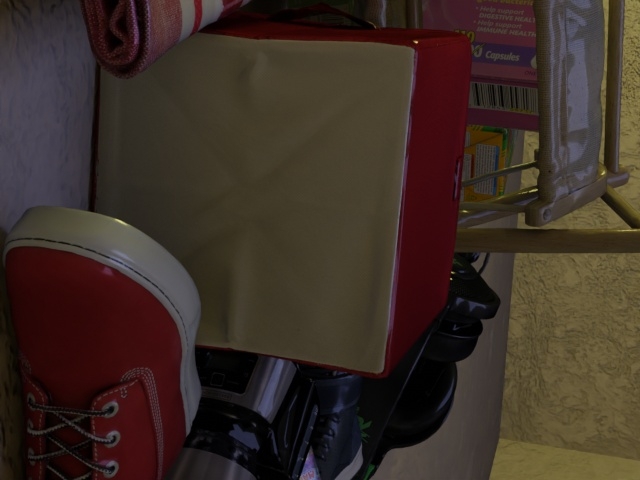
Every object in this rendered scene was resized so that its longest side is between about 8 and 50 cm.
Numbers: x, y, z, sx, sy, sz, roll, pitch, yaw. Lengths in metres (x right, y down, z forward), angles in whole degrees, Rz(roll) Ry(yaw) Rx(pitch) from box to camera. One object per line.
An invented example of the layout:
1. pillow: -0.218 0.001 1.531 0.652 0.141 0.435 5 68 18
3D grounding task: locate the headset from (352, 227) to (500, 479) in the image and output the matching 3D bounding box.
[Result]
1. headset: 0.074 0.093 1.452 0.394 0.185 0.243 -51 165 -49

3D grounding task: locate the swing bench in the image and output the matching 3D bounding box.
1. swing bench: 0.139 -0.119 1.027 0.165 0.254 0.253 -116 -159 -66

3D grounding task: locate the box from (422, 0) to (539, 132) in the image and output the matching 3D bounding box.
1. box: 0.151 -0.247 1.384 0.117 0.213 0.243 65 35 -68

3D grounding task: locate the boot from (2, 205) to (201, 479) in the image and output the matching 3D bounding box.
1. boot: -0.123 0.107 0.695 0.244 0.088 0.176 84 20 -57

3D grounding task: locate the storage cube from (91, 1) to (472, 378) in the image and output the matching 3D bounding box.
1. storage cube: -0.018 -0.036 0.840 0.193 0.183 0.215 -31 127 -73

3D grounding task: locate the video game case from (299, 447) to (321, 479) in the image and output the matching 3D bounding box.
1. video game case: -0.040 0.168 1.070 0.087 0.011 0.122 -22 99 -45

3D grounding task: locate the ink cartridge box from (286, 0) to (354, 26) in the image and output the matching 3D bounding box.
1. ink cartridge box: 0.002 -0.276 1.081 0.171 0.056 0.235 81 8 -53

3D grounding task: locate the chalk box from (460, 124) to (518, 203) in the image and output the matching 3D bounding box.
1. chalk box: 0.189 -0.161 1.784 0.213 0.132 0.132 -70 162 -44

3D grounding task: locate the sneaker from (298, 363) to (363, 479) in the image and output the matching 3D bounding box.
1. sneaker: -0.021 0.157 1.160 0.226 0.086 0.163 -51 145 -63

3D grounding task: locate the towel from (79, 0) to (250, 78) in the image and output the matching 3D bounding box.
1. towel: -0.066 -0.237 0.722 0.329 0.037 0.237 -54 136 -65

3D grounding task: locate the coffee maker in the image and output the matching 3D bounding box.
1. coffee maker: -0.076 0.169 0.914 0.171 0.120 0.178 121 -10 -54
